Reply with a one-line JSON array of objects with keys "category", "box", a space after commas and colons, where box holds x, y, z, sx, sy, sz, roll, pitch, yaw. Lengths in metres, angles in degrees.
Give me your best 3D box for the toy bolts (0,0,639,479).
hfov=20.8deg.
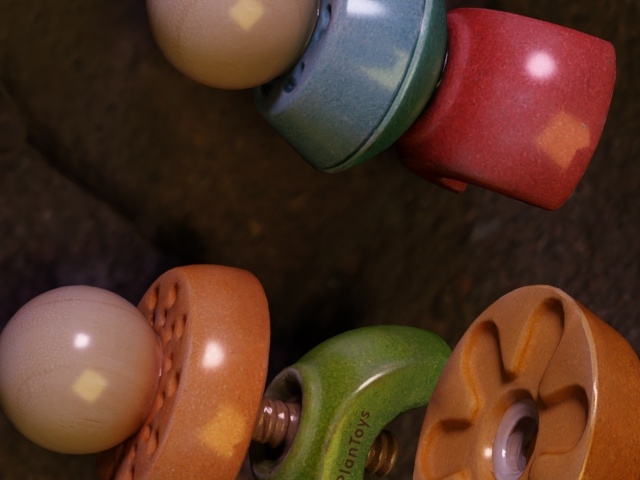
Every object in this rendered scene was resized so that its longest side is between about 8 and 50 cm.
[{"category": "toy bolts", "box": [0.000, 0.000, 0.588, 0.158, 0.218, 0.228, 19, 83, -23]}]
